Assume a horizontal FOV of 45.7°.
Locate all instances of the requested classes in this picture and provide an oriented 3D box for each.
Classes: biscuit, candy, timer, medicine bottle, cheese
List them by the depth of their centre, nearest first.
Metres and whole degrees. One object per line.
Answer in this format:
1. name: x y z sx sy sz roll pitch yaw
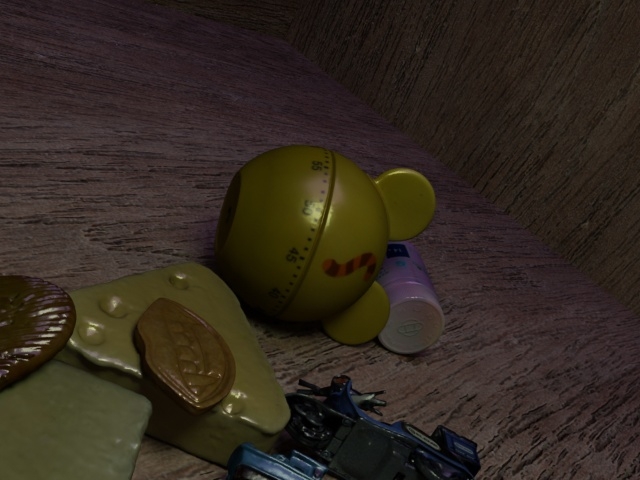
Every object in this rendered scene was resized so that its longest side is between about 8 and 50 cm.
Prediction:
1. candy: -0.299 0.271 0.796 0.179 0.135 0.321 25 21 -13
2. biscuit: -0.450 0.115 0.897 0.317 0.040 0.318 -4 21 2
3. biscuit: -0.188 0.158 1.067 0.142 0.029 0.221 15 28 -32
4. cheese: -0.253 0.168 1.138 0.384 0.104 0.384 26 23 -12
5. timer: 0.000 0.000 1.472 0.387 0.376 0.376 17 26 -15
6. medicine bottle: 0.175 0.118 1.677 0.152 0.152 0.254 22 24 -18

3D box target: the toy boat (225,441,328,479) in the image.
1. toy boat: -0.026 0.350 1.045 0.223 0.100 0.097 31 37 -2

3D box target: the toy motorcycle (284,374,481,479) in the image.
1. toy motorcycle: 0.091 0.323 1.220 0.358 0.125 0.212 29 15 -6
